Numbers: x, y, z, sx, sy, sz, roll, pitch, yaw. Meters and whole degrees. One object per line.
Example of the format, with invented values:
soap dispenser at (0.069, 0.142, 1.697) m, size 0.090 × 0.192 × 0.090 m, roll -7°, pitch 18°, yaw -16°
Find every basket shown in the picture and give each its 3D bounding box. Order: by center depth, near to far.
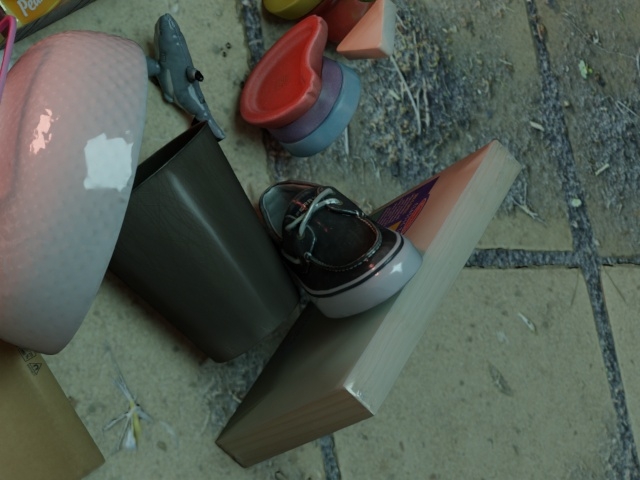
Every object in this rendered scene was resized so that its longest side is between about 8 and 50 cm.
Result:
basket at (-0.138, 0.013, 1.907) m, size 0.204 × 0.154 × 0.227 m, roll -41°, pitch 103°, yaw -11°

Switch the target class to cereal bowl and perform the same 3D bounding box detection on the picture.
cereal bowl at (-0.297, -0.061, 1.716) m, size 0.141 × 0.339 × 0.339 m, roll 15°, pitch 63°, yaw -21°

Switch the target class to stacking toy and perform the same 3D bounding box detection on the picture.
stacking toy at (0.047, -0.255, 2.074) m, size 0.130 × 0.279 × 0.309 m, roll 34°, pitch 53°, yaw -32°

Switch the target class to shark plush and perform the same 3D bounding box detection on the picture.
shark plush at (-0.167, -0.191, 2.022) m, size 0.073 × 0.067 × 0.161 m, roll -13°, pitch 79°, yaw -38°

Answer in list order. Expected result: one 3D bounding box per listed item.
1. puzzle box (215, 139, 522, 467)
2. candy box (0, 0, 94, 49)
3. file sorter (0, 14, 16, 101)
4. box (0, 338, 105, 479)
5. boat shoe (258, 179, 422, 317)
puzzle box at (0.060, 0.072, 1.941) m, size 0.052 × 0.272 × 0.409 m, roll 44°, pitch 54°, yaw -12°
candy box at (-0.312, -0.369, 1.981) m, size 0.316 × 0.087 × 0.183 m, roll -36°, pitch 94°, yaw -38°
file sorter at (-0.461, -0.164, 1.601) m, size 0.290 × 0.182 × 0.202 m, roll 21°, pitch 60°, yaw -26°
box at (-0.342, 0.192, 1.775) m, size 0.164 × 0.021 × 0.201 m, roll -32°, pitch 91°, yaw -39°
boat shoe at (0.000, 0.000, 1.905) m, size 0.121 × 0.335 × 0.119 m, roll -40°, pitch 109°, yaw -14°
